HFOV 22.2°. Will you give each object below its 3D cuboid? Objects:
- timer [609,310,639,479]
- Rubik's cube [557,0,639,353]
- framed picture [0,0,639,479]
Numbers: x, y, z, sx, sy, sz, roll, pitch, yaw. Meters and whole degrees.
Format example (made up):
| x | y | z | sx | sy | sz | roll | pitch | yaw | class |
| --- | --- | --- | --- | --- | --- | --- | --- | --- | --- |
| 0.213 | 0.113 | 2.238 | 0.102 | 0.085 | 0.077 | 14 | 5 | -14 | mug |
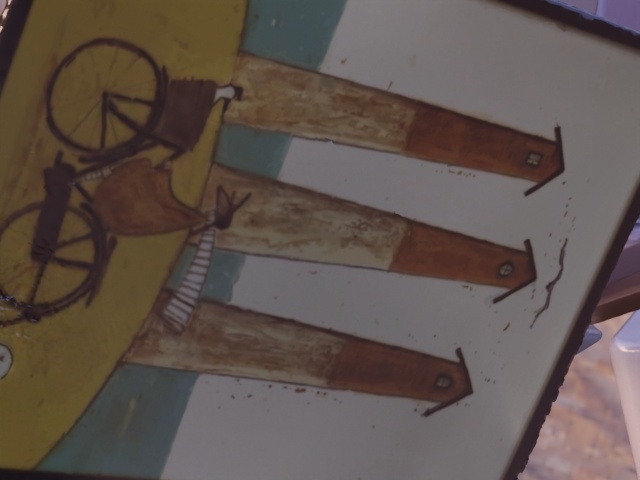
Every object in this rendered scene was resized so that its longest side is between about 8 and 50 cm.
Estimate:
| x | y | z | sx | sy | sz | roll | pitch | yaw | class |
| --- | --- | --- | --- | --- | --- | --- | --- | --- | --- |
| 0.362 | 0.124 | 1.282 | 0.192 | 0.195 | 0.194 | -1 | 23 | 36 | timer |
| 0.038 | -0.071 | 0.981 | 0.387 | 0.368 | 0.358 | 7 | -1 | 31 | Rubik's cube |
| 0.000 | 0.000 | 0.652 | 0.324 | 0.244 | 0.013 | 12 | 18 | -36 | framed picture |
